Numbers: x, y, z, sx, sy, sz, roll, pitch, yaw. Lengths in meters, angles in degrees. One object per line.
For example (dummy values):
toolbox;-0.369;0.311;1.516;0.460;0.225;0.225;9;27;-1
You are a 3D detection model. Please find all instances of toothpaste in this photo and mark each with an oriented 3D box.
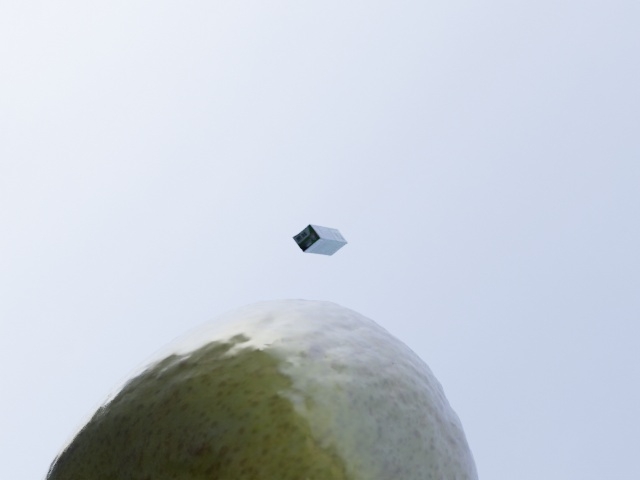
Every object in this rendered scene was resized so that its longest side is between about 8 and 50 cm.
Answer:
toothpaste;0.000;0.000;1.015;0.020;0.083;0.017;-39;-102;12

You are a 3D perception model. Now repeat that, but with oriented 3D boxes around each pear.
pear;-0.027;0.139;0.559;0.188;0.211;0.228;37;-80;21
